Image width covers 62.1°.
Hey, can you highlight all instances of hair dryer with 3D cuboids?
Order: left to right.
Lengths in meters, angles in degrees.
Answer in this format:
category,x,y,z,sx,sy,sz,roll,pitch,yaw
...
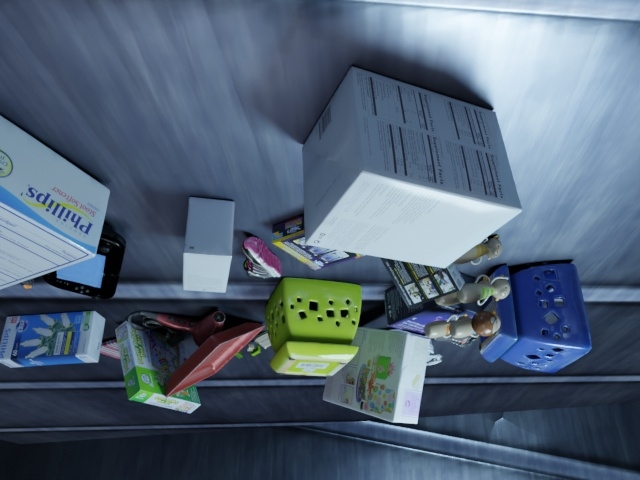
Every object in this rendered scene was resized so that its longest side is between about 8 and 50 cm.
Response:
category,x,y,z,sx,sy,sz,roll,pitch,yaw
hair dryer,-0.399,0.264,1.572,0.294,0.080,0.223,-15,148,21

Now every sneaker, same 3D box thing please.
category,x,y,z,sx,sy,sz,roll,pitch,yaw
sneaker,-0.149,0.048,1.220,0.075,0.063,0.170,-16,153,11
sneaker,0.458,0.324,1.763,0.158,0.064,0.061,-13,149,18

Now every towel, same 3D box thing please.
category,x,y,z,sx,sy,sz,roll,pitch,yaw
towel,-0.637,0.351,1.765,0.197,0.029,0.144,-19,147,22

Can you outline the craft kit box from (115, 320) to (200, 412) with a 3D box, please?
category,x,y,z,sx,sy,sz,roll,pitch,yaw
craft kit box,-0.493,0.385,1.614,0.061,0.249,0.247,-41,141,13

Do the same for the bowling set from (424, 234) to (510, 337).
category,x,y,z,sx,sy,sz,roll,pitch,yaw
bowling set,0.363,0.153,1.204,0.154,0.200,0.286,-6,123,-20

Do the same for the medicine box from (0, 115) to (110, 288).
category,x,y,z,sx,sy,sz,roll,pitch,yaw
medicine box,-0.568,-0.055,0.904,0.289,0.149,0.263,-17,145,23

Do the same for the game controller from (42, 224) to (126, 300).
category,x,y,z,sx,sy,sz,roll,pitch,yaw
game controller,-0.533,0.048,1.188,0.167,0.067,0.319,10,148,-21

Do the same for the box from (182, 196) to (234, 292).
category,x,y,z,sx,sy,sz,roll,pitch,yaw
box,-0.229,0.013,1.083,0.091,0.130,0.170,5,150,-12

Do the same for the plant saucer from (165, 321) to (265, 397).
category,x,y,z,sx,sy,sz,roll,pitch,yaw
plant saucer,-0.318,0.340,1.582,0.258,0.047,0.259,-45,167,19

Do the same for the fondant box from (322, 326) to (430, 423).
category,x,y,z,sx,sy,sz,roll,pitch,yaw
fondant box,0.155,0.382,1.563,0.096,0.238,0.330,19,166,-31

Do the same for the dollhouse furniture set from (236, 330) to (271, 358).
category,x,y,z,sx,sy,sz,roll,pitch,yaw
dollhouse furniture set,-0.218,0.331,1.766,0.152,0.058,0.076,-29,138,7

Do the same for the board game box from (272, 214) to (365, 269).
category,x,y,z,sx,sy,sz,roll,pitch,yaw
board game box,0.000,0.000,1.163,0.141,0.048,0.170,-17,148,28

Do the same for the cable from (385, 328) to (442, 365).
category,x,y,z,sx,sy,sz,roll,pitch,yaw
cable,0.256,0.373,1.814,0.257,0.089,0.257,-24,144,34

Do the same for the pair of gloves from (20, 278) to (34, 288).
category,x,y,z,sx,sy,sz,roll,pitch,yaw
pair of gloves,-0.757,0.101,1.320,0.083,0.010,0.074,11,148,-24

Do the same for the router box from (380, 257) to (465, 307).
category,x,y,z,sx,sy,sz,roll,pitch,yaw
router box,0.208,0.044,1.146,0.133,0.178,0.046,-26,-175,36

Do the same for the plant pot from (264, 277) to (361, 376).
category,x,y,z,sx,sy,sz,roll,pitch,yaw
plant pot,-0.023,0.245,1.440,0.228,0.207,0.227,8,150,-16

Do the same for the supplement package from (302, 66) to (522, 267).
category,x,y,z,sx,sy,sz,roll,pitch,yaw
supplement package,0.129,-0.101,0.837,0.263,0.198,0.199,10,148,-21

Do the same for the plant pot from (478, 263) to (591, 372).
category,x,y,z,sx,sy,sz,roll,pitch,yaw
plant pot,0.534,0.200,1.389,0.212,0.235,0.236,4,151,0

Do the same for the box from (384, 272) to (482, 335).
category,x,y,z,sx,sy,sz,roll,pitch,yaw
box,0.298,0.166,1.424,0.153,0.108,0.207,20,144,-33

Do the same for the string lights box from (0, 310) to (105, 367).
category,x,y,z,sx,sy,sz,roll,pitch,yaw
string lights box,-0.765,0.283,1.519,0.260,0.133,0.076,-4,151,2
